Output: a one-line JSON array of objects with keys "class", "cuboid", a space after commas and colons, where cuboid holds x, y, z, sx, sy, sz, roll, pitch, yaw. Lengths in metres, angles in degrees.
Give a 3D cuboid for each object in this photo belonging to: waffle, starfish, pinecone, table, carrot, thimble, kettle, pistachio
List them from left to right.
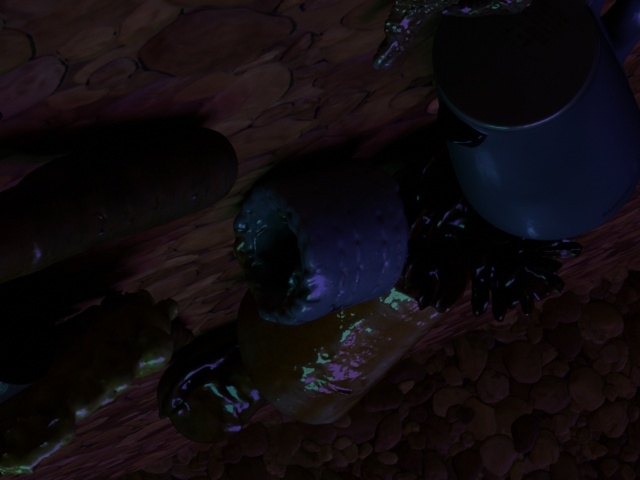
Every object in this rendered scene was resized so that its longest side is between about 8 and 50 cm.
[{"class": "table", "cuboid": [-0.238, 0.046, 0.939, 0.043, 0.133, 0.133, -31, 167, 21]}, {"class": "waffle", "cuboid": [-0.257, 0.138, 1.239, 0.307, 0.060, 0.312, -33, -168, -8]}, {"class": "carrot", "cuboid": [-0.175, -0.014, 0.878, 0.070, 0.070, 0.342, -34, 175, 40]}, {"class": "carrot", "cuboid": [-0.172, 0.108, 1.621, 0.035, 0.036, 0.165, -26, 171, 9]}, {"class": "pistachio", "cuboid": [-0.120, 0.183, 1.834, 0.210, 0.130, 0.165, -35, 164, 12]}, {"class": "thimble", "cuboid": [0.002, 0.001, 1.238, 0.118, 0.127, 0.151, -16, 171, -29]}, {"class": "carrot", "cuboid": [0.053, 0.073, 1.531, 0.196, 0.196, 0.254, -13, 164, -44]}, {"class": "starfish", "cuboid": [0.092, -0.159, 0.861, 0.150, 0.053, 0.209, 3, 155, -35]}, {"class": "pinecone", "cuboid": [0.149, -0.013, 1.323, 0.207, 0.208, 0.208, -23, 169, -5]}, {"class": "kettle", "cuboid": [0.180, -0.122, 1.045, 0.210, 0.160, 0.243, -43, 161, 1]}]

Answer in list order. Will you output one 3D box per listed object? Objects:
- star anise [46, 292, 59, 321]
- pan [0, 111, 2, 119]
[{"class": "star anise", "cuboid": [-0.383, 0.136, 1.116, 0.292, 0.109, 0.349, -28, 174, 31]}, {"class": "pan", "cuboid": [-0.252, -0.035, 0.754, 0.202, 0.048, 0.128, -23, 170, 2]}]
